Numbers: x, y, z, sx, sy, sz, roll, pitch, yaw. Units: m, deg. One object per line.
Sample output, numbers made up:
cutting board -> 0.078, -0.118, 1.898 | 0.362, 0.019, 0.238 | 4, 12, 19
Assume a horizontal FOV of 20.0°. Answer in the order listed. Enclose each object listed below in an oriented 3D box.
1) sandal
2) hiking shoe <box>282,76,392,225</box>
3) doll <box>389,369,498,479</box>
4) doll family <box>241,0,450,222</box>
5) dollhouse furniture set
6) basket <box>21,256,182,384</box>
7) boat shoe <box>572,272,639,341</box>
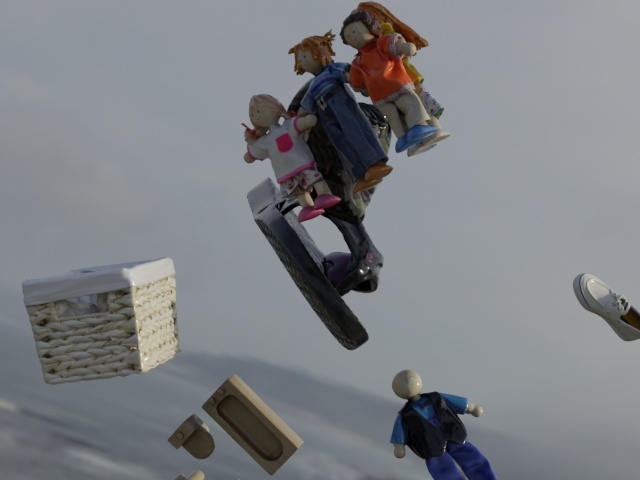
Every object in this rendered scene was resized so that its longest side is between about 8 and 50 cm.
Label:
sandal -> -0.002, -0.002, 2.202 | 0.167, 0.107, 0.446 | 56, 1, -20
hiking shoe -> 0.025, -0.121, 1.967 | 0.086, 0.114, 0.227 | 21, -29, 20
doll -> 0.150, 0.239, 2.219 | 0.189, 0.129, 0.046 | 55, -21, 12
doll family -> 0.034, -0.141, 1.792 | 0.118, 0.163, 0.263 | -19, -11, -44
dollhouse furniture set -> -0.114, 0.266, 2.056 | 0.144, 0.151, 0.123 | 44, 20, 3
basket -> -0.207, 0.077, 1.752 | 0.113, 0.103, 0.167 | -8, 1, 10
boat shoe -> 0.296, 0.066, 1.823 | 0.100, 0.035, 0.035 | 43, -33, -21
